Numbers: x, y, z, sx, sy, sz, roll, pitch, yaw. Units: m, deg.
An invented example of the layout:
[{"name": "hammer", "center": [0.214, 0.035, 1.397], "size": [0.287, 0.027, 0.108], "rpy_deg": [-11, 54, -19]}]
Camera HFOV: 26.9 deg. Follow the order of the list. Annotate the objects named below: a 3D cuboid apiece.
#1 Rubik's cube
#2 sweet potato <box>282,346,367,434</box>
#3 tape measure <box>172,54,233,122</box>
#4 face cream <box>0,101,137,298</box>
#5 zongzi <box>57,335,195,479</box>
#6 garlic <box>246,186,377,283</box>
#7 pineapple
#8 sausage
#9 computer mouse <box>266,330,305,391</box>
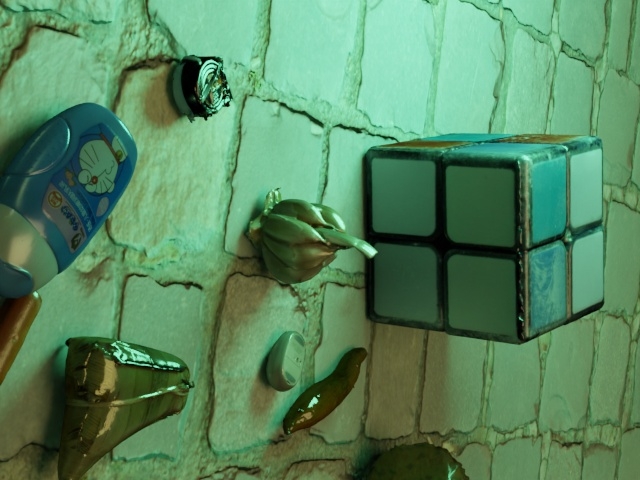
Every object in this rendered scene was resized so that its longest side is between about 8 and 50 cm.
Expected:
[{"name": "Rubik's cube", "center": [0.282, -0.016, 2.278], "size": [0.318, 0.313, 0.316], "rpy_deg": [-13, 104, -53]}, {"name": "sweet potato", "center": [0.011, 0.245, 2.143], "size": [0.264, 0.057, 0.057], "rpy_deg": [-36, 123, -53]}, {"name": "tape measure", "center": [-0.161, -0.212, 1.829], "size": [0.094, 0.054, 0.091], "rpy_deg": [-37, 123, -56]}, {"name": "face cream", "center": [-0.321, -0.044, 1.588], "size": [0.264, 0.083, 0.149], "rpy_deg": [-59, 135, -33]}, {"name": "zongzi", "center": [-0.254, 0.228, 1.702], "size": [0.194, 0.099, 0.197], "rpy_deg": [16, 78, -49]}, {"name": "garlic", "center": [0.000, 0.000, 1.983], "size": [0.127, 0.194, 0.131], "rpy_deg": [74, 33, -43]}, {"name": "pineapple", "center": [0.197, 0.490, 2.334], "size": [0.202, 0.202, 0.362], "rpy_deg": [-70, 152, -22]}, {"name": "sausage", "center": [-0.368, 0.110, 1.574], "size": [0.039, 0.041, 0.131], "rpy_deg": [35, 63, -28]}, {"name": "computer mouse", "center": [-0.056, 0.185, 2.048], "size": [0.066, 0.039, 0.096], "rpy_deg": [50, 46, -47]}]
